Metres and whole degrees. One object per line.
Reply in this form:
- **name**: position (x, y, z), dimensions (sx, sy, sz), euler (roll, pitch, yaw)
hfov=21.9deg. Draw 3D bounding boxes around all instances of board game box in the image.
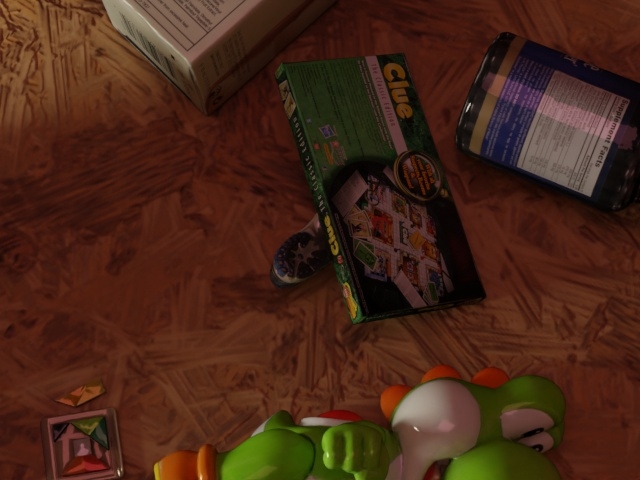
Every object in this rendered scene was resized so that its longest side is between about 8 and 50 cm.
- **board game box**: position (0.055, -0.053, 1.549), dimensions (0.136, 0.030, 0.260), euler (-8, 70, -25)

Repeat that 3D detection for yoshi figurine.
- **yoshi figurine**: position (0.056, 0.228, 1.413), dimensions (0.362, 0.203, 0.203), euler (-18, 88, -5)

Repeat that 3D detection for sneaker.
- **sneaker**: position (0.000, 0.000, 1.551), dimensions (0.135, 0.058, 0.052), euler (-34, 83, -32)

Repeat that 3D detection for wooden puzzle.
- **wooden puzzle**: position (-0.220, 0.189, 1.520), dimensions (0.078, 0.014, 0.116), euler (-17, 72, -2)

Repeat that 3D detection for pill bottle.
- **pill bottle**: position (0.245, -0.100, 1.532), dimensions (0.219, 0.123, 0.123), euler (23, 75, 9)

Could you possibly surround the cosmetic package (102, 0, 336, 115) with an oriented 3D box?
- **cosmetic package**: position (-0.058, -0.284, 1.605), dimensions (0.296, 0.129, 0.153), euler (-42, 74, -9)
